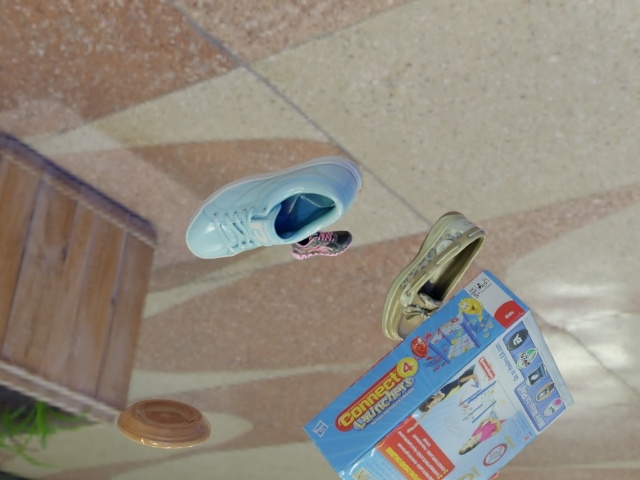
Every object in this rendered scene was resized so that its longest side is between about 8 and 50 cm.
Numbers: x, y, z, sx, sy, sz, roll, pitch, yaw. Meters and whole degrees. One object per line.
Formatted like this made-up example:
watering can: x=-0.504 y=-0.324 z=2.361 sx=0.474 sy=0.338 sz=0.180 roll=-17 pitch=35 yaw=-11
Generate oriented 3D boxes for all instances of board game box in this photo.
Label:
board game box: x=0.169 y=0.228 z=1.285 sx=0.302 sy=0.086 sz=0.308 roll=-40 pitch=141 yaw=-3

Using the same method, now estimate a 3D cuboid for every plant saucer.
plant saucer: x=-0.331 y=0.385 z=2.080 sx=0.200 sy=0.037 sz=0.200 roll=8 pitch=-168 yaw=-2

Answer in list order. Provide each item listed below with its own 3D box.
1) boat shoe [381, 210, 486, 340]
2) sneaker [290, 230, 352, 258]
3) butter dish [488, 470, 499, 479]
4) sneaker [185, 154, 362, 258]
boat shoe: x=0.215 y=0.081 z=1.891 sx=0.105 sy=0.285 sz=0.089 roll=14 pitch=-161 yaw=-44
sneaker: x=0.000 y=0.000 z=1.812 sx=0.119 sy=0.047 sz=0.057 roll=-12 pitch=145 yaw=2
butter dish: x=0.217 y=0.394 z=1.705 sx=0.160 sy=0.118 sz=0.159 roll=-20 pitch=106 yaw=14
sneaker: x=-0.105 y=-0.045 z=1.765 sx=0.366 sy=0.150 sz=0.135 roll=-25 pitch=109 yaw=22
